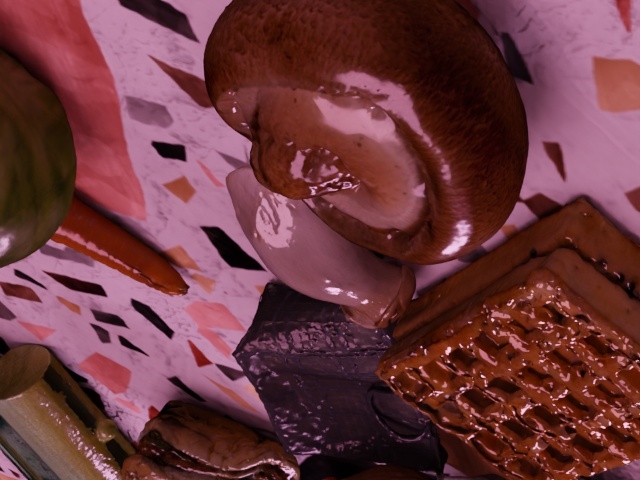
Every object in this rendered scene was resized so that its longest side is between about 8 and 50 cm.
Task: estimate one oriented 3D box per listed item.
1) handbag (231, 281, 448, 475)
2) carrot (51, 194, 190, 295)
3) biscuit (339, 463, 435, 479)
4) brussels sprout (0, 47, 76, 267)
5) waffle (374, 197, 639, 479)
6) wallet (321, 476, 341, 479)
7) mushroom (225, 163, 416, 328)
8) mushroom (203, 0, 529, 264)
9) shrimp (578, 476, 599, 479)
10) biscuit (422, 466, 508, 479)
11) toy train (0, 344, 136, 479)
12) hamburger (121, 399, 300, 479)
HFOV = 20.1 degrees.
[{"bbox_3d":[0.027,0.137,1.752,0.175,0.088,0.270,7,143,25],"label":"handbag"},{"bbox_3d":[-0.252,-0.017,1.800,0.271,0.062,0.066,25,118,5],"label":"carrot"},{"bbox_3d":[0.100,0.388,1.827,0.367,0.314,0.063,55,178,-26],"label":"biscuit"},{"bbox_3d":[-0.355,-0.094,1.638,0.219,0.210,0.271,0,122,37],"label":"brussels sprout"},{"bbox_3d":[0.198,0.102,1.515,0.213,0.091,0.308,37,151,-11],"label":"waffle"},{"bbox_3d":[0.066,0.364,1.968,0.142,0.045,0.204,47,-168,-42],"label":"wallet"},{"bbox_3d":[0.000,-0.001,1.551,0.097,0.088,0.212,-31,125,23],"label":"mushroom"},{"bbox_3d":[0.036,-0.095,1.300,0.253,0.153,0.253,26,153,14],"label":"mushroom"},{"bbox_3d":[0.324,0.311,1.756,0.267,0.061,0.145,34,159,-7],"label":"shrimp"},{"bbox_3d":[0.240,0.326,1.736,0.309,0.079,0.186,44,165,-25],"label":"biscuit"},{"bbox_3d":[-0.332,0.252,2.216,0.189,0.126,0.307,3,140,40],"label":"toy train"},{"bbox_3d":[-0.122,0.260,2.059,0.206,0.130,0.183,8,150,3],"label":"hamburger"}]
